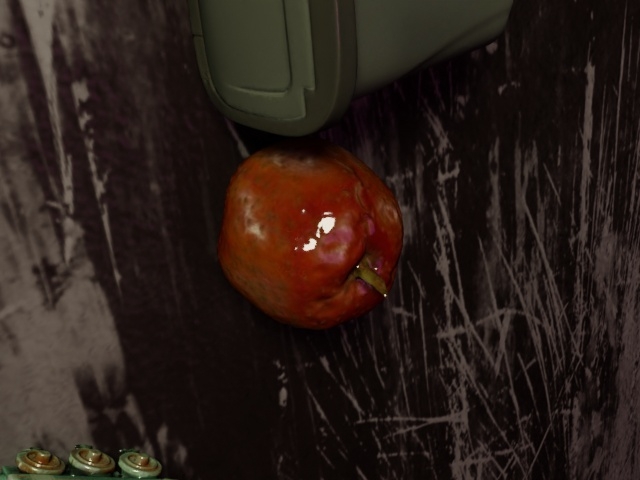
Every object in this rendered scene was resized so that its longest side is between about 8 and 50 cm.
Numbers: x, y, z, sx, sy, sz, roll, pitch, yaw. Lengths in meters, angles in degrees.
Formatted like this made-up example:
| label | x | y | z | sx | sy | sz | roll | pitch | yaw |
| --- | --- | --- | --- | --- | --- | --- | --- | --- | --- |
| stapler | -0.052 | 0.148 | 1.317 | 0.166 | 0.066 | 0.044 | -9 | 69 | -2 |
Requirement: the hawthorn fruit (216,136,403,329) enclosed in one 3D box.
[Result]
| label | x | y | z | sx | sy | sz | roll | pitch | yaw |
| --- | --- | --- | --- | --- | --- | --- | --- | --- | --- |
| hawthorn fruit | 0.000 | 0.000 | 0.687 | 0.179 | 0.200 | 0.179 | -14 | 118 | -28 |

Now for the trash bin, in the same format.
| label | x | y | z | sx | sy | sz | roll | pitch | yaw |
| --- | --- | --- | --- | --- | --- | --- | --- | --- | --- |
| trash bin | 0.026 | -0.228 | 0.620 | 0.250 | 0.219 | 0.219 | -24 | 122 | -37 |

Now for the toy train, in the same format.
| label | x | y | z | sx | sy | sz | roll | pitch | yaw |
| --- | --- | --- | --- | --- | --- | --- | --- | --- | --- |
| toy train | -0.206 | 0.245 | 0.666 | 0.194 | 0.125 | 0.080 | 18 | 91 | -41 |
